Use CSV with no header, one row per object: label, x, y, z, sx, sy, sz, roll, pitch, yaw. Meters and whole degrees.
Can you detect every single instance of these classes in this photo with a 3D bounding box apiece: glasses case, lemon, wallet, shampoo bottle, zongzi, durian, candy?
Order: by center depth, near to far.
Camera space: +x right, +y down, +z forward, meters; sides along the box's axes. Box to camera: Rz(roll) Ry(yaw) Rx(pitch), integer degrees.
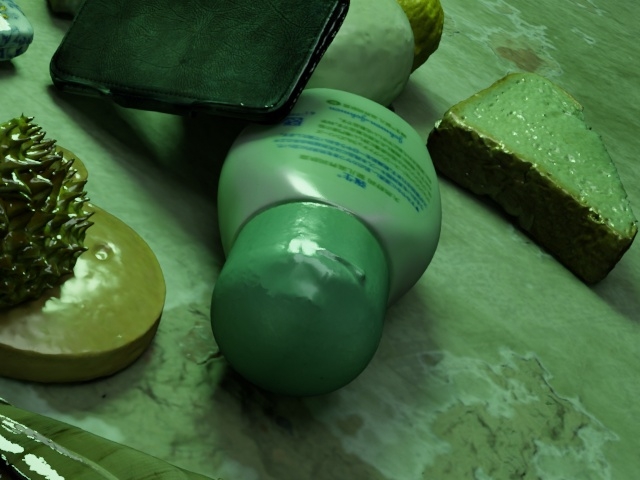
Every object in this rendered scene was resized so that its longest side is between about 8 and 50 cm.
zongzi,-0.172,0.154,0.698,0.194,0.099,0.197,36,24,15
durian,-0.262,-0.022,0.809,0.139,0.144,0.252,2,35,34
shampoo bottle,0.000,0.000,0.967,0.221,0.151,0.350,26,32,-7
wallet,-0.133,-0.204,1.082,0.317,0.045,0.173,13,67,30
glasses case,-0.408,-0.279,1.157,0.087,0.065,0.248,-19,55,-44
candy,-0.026,-0.231,1.211,0.295,0.185,0.295,5,21,-2
lemon,0.071,-0.304,1.408,0.180,0.181,0.193,10,20,-23

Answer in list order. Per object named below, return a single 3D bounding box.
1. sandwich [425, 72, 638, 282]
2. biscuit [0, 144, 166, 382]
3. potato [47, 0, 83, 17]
sandwich,0.299,-0.093,1.336,0.288,0.100,0.254,40,36,21
biscuit,-0.285,-0.015,0.890,0.355,0.052,0.275,39,36,20
potato,-0.201,-0.397,1.291,0.189,0.264,0.211,19,38,-27
